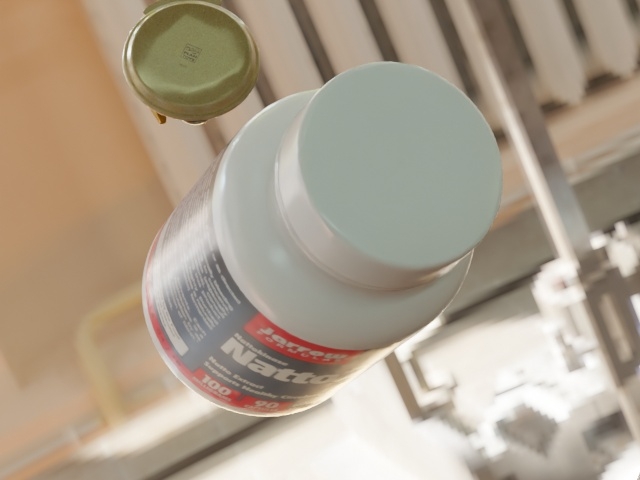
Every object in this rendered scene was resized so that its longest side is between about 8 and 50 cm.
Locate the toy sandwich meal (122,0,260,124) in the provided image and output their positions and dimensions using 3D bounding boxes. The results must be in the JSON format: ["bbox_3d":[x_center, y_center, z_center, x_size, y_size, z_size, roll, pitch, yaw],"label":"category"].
[{"bbox_3d":[-0.074,-0.100,1.112,0.085,0.085,0.029,-31,-18,-17],"label":"toy sandwich meal"}]

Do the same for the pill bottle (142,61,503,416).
[{"bbox_3d":[0.000,0.000,0.791,0.108,0.108,0.180,-35,-4,-26],"label":"pill bottle"}]

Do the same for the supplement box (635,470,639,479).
[{"bbox_3d":[0.172,0.125,0.819,0.062,0.036,0.098,8,32,-10],"label":"supplement box"}]
